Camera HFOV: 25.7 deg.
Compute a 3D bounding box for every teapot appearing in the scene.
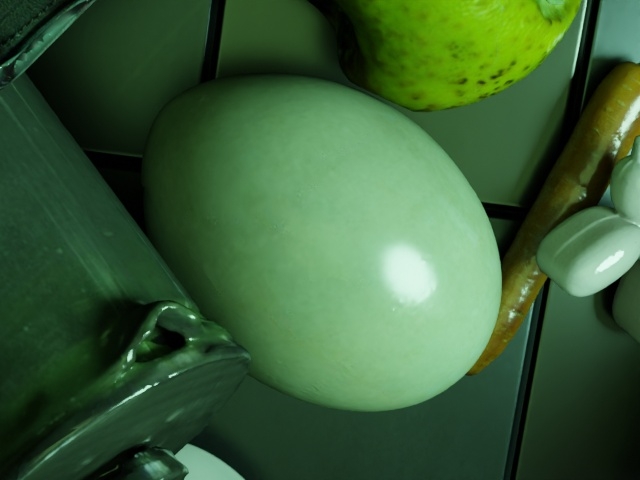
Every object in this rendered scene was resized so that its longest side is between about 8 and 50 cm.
[{"bbox_3d":[-0.208,0.031,0.802,0.337,0.200,0.270,52,127,16],"label":"teapot"}]

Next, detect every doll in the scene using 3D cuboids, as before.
[{"bbox_3d":[0.239,-0.010,0.939,0.161,0.059,0.160,30,100,-37],"label":"doll"}]

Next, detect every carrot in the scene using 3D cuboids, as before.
[{"bbox_3d":[0.159,-0.013,0.955,0.043,0.043,0.247,27,100,-9],"label":"carrot"}]

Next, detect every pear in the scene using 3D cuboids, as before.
[{"bbox_3d":[0.063,-0.207,0.808,0.238,0.164,0.255,15,103,-40],"label":"pear"}]

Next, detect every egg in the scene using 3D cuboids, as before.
[{"bbox_3d":[0.000,0.000,0.869,0.253,0.186,0.186,43,95,-14],"label":"egg"}]

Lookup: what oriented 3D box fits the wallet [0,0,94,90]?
[{"bbox_3d":[-0.158,-0.218,0.787,0.172,0.045,0.318,38,54,-3],"label":"wallet"}]

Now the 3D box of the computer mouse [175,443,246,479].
[{"bbox_3d":[-0.155,0.271,0.947,0.297,0.121,0.184,-39,103,3],"label":"computer mouse"}]
